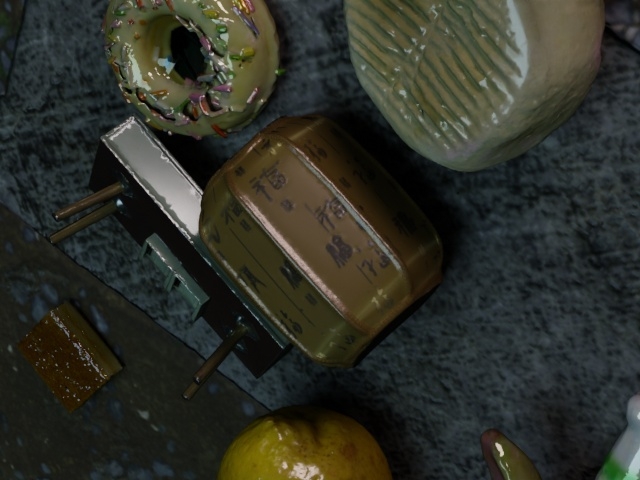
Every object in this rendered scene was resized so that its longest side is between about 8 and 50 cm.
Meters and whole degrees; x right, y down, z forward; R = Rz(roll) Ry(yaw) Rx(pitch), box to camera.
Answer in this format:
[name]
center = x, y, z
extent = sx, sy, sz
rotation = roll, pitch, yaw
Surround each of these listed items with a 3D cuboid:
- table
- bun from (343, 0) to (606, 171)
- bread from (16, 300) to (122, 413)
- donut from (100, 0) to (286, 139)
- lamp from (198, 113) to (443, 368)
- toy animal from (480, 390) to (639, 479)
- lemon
[table]
center = -0.133, 0.028, 1.259
extent = 0.240, 0.111, 0.121
rotation = 48, 158, 5
[bun]
center = 0.109, -0.156, 1.010
extent = 0.193, 0.128, 0.178
rotation = 49, 132, 19
[bread]
center = -0.259, 0.119, 1.475
extent = 0.094, 0.035, 0.090
rotation = 51, 132, 3
[donut]
center = -0.113, -0.162, 1.201
extent = 0.174, 0.068, 0.175
rotation = 16, 120, 28
[lamp]
center = 0.000, 0.000, 1.150
extent = 0.185, 0.161, 0.161
rotation = 46, 131, 9
[toy animal]
center = 0.193, 0.292, 1.139
extent = 0.181, 0.180, 0.363
rotation = 2, 127, -5
[lemon]
center = -0.011, 0.240, 1.272
extent = 0.170, 0.170, 0.207
rotation = 6, 112, 34
